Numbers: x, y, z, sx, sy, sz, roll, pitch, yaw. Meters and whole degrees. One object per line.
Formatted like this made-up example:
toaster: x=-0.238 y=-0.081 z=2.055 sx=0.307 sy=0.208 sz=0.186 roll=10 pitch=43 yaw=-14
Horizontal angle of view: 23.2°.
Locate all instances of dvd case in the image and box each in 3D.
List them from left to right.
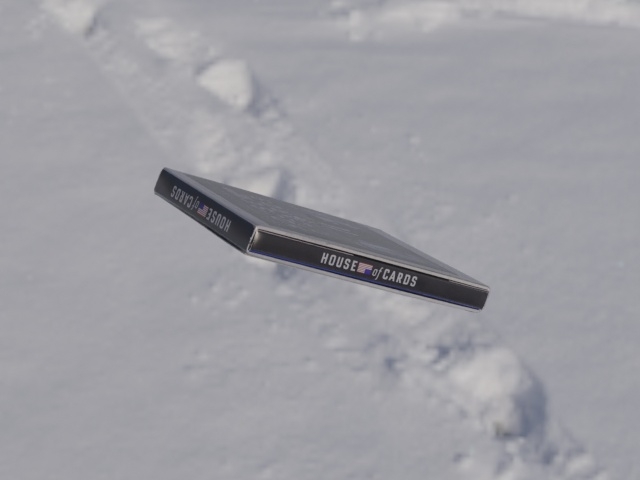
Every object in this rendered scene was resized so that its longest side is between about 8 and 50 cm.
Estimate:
dvd case: x=0.000 y=0.000 z=1.306 sx=0.239 sy=0.029 sz=0.179 roll=16 pitch=8 yaw=-34
